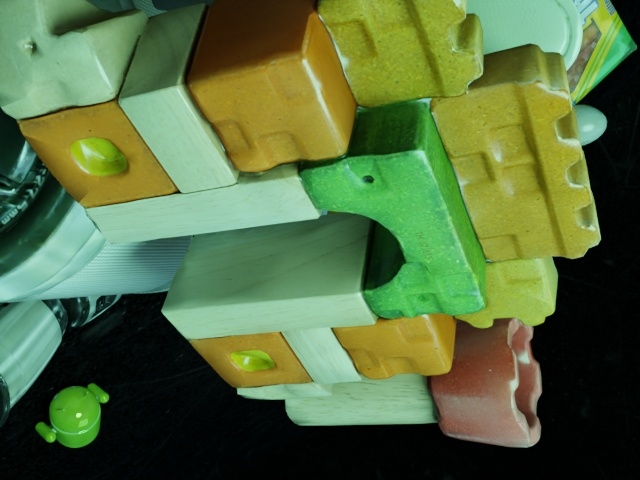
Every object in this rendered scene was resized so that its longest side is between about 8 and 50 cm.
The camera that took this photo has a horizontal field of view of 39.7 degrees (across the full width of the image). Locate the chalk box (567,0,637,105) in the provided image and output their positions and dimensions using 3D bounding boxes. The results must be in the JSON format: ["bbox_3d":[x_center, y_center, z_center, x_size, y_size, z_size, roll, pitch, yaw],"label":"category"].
[{"bbox_3d":[0.147,-0.190,0.952,0.289,0.179,0.180,-45,123,2],"label":"chalk box"}]

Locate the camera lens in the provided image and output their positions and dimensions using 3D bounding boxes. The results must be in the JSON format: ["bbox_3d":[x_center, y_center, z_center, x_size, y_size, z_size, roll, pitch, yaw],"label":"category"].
[{"bbox_3d":[-0.154,-0.072,0.586,0.219,0.219,0.274,-47,163,15],"label":"camera lens"}]

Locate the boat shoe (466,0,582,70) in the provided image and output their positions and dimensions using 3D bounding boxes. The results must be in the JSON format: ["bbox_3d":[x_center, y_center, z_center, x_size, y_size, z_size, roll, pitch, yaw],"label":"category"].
[{"bbox_3d":[0.067,-0.171,0.783,0.339,0.127,0.113,-6,-169,30],"label":"boat shoe"}]

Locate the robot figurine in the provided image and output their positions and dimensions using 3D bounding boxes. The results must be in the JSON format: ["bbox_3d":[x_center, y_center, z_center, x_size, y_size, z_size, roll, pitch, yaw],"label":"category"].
[{"bbox_3d":[-0.336,0.242,1.215,0.101,0.067,0.115,-35,162,-28],"label":"robot figurine"}]

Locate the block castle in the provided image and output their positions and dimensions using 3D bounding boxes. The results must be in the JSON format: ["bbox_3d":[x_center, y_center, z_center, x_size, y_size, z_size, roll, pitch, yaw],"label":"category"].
[{"bbox_3d":[0.031,-0.108,0.477,0.453,0.212,0.303,61,31,-44],"label":"block castle"}]

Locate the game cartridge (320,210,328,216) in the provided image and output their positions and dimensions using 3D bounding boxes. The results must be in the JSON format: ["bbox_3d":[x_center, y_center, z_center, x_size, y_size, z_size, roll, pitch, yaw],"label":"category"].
[{"bbox_3d":[0.000,0.000,1.423,0.198,0.062,0.297,-49,163,32],"label":"game cartridge"}]

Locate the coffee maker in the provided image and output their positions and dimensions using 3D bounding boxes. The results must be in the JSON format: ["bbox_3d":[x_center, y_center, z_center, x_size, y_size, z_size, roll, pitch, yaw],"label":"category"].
[{"bbox_3d":[-0.275,0.039,0.746,0.120,0.171,0.178,-25,-160,39],"label":"coffee maker"}]
